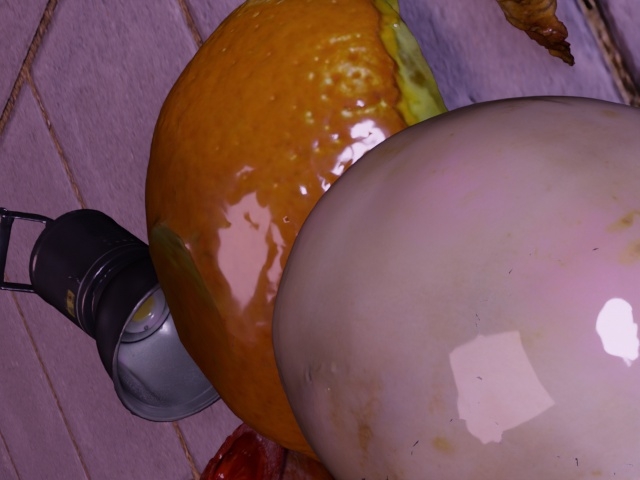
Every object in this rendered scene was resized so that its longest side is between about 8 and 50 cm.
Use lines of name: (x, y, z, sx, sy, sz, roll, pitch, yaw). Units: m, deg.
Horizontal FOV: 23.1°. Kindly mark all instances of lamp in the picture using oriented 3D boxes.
lamp: (-0.171, 0.045, 1.396, 0.227, 0.172, 0.147, 33, 118, 45)

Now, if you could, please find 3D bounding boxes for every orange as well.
orange: (-0.010, 0.002, 1.021, 0.262, 0.196, 0.334, -122, 14, -55)

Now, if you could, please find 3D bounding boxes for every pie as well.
pie: (0.078, -0.154, 0.742, 0.088, 0.033, 0.191, 47, 170, 31)

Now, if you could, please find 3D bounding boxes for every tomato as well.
tomato: (-0.040, 0.268, 1.290, 0.139, 0.233, 0.200, 27, 162, -16)

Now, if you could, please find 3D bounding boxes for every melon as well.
melon: (0.100, 0.044, 0.732, 0.317, 0.223, 0.223, -4, 106, 67)
